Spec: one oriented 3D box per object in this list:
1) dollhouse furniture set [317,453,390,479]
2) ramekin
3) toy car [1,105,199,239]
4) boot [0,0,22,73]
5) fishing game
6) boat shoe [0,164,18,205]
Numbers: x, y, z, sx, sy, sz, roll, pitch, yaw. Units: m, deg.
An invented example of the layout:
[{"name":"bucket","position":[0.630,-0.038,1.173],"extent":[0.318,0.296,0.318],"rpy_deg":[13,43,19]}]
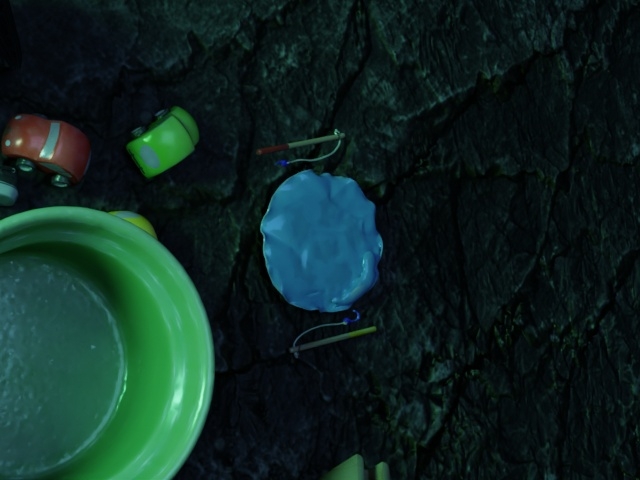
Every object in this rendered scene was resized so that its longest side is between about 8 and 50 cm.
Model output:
[{"name":"dollhouse furniture set","position":[0.085,0.410,1.273],"extent":[0.212,0.161,0.242],"rpy_deg":[23,45,-29]},{"name":"ramekin","position":[-0.270,0.124,1.046],"extent":[0.304,0.148,0.303],"rpy_deg":[4,84,-35]},{"name":"toy car","position":[-0.208,-0.083,1.200],"extent":[0.225,0.053,0.239],"rpy_deg":[-47,113,-36]},{"name":"boot","position":[-0.457,-0.212,1.015],"extent":[0.260,0.348,0.131],"rpy_deg":[-10,91,7]},{"name":"fishing game","position":[0.000,0.000,1.345],"extent":[0.189,0.041,0.264],"rpy_deg":[-16,96,-35]},{"name":"boat shoe","position":[-0.378,-0.074,1.101],"extent":[0.142,0.049,0.040],"rpy_deg":[20,62,-36]}]
